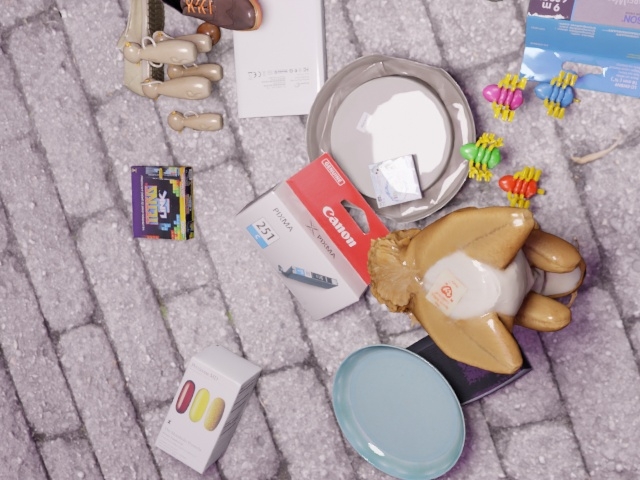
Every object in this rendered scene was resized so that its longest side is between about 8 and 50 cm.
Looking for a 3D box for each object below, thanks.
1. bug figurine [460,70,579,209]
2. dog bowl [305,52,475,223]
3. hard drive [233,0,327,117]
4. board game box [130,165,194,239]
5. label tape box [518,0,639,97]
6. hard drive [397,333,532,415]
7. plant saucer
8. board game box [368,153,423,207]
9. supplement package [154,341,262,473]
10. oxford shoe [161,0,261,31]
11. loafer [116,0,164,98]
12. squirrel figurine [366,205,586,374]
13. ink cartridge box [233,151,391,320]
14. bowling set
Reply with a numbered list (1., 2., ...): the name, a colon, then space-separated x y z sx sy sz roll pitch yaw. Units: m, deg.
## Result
1. bug figurine: 0.381 -0.206 1.498 0.216 0.072 0.278 14 102 -27
2. dog bowl: 0.149 -0.209 1.597 0.349 0.102 0.348 2 98 17
3. hard drive: -0.089 -0.424 1.673 0.203 0.040 0.307 0 98 18
4. board game box: -0.368 -0.089 1.806 0.141 0.048 0.170 2 98 16
5. label tape box: 0.519 -0.452 1.443 0.241 0.106 0.333 13 101 16
6. hard drive: 0.297 0.265 1.643 0.255 0.054 0.172 -29 88 19
7. plant saucer: 0.169 0.364 1.665 0.318 0.044 0.317 11 112 30
8. board game box: 0.150 -0.118 1.546 0.090 0.020 0.090 -12 94 19
9. supplement package: -0.258 0.383 1.794 0.139 0.134 0.244 27 105 12
10. oxford shoe: -0.238 -0.494 1.640 0.271 0.098 0.096 26 129 33
11. loafer: -0.408 -0.454 1.738 0.092 0.102 0.268 3 100 11
12. squirrel figurine: 0.303 0.053 1.475 0.397 0.370 0.280 2 101 39
13. ink cartridge box: 0.000 0.000 1.623 0.261 0.066 0.296 -31 103 37
14. bowling set: -0.303 -0.384 1.699 0.154 0.287 0.199 2 56 10
